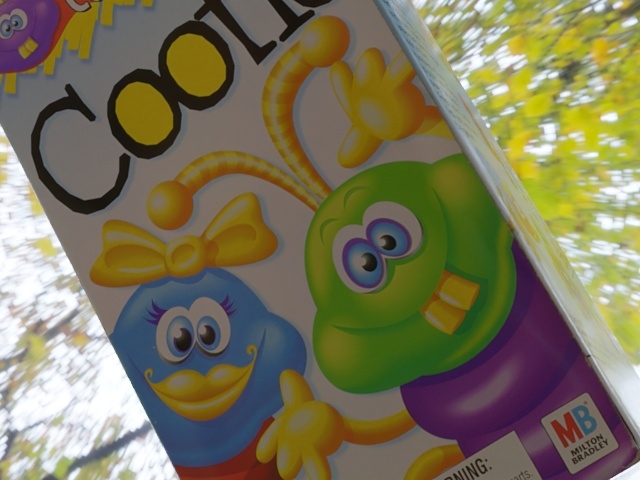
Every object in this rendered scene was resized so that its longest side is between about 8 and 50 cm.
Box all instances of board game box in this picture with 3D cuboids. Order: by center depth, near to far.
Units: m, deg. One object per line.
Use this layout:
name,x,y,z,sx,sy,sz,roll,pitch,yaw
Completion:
board game box,0.000,0.000,0.672,0.142,0.144,0.275,-32,-109,10
